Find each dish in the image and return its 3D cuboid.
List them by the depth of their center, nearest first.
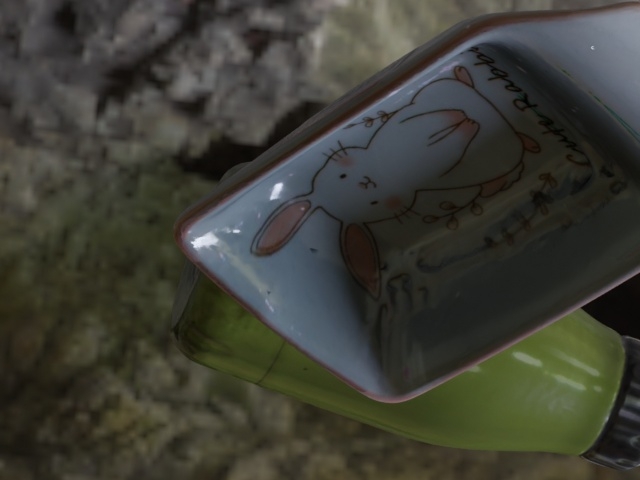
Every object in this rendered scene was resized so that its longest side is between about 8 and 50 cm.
[{"bbox_3d":[0.066,-0.032,0.863,0.234,0.064,0.154,-31,124,30],"label":"dish"}]

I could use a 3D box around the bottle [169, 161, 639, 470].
[{"bbox_3d":[0.058,0.049,1.034,0.260,0.112,0.112,20,161,-9],"label":"bottle"}]
